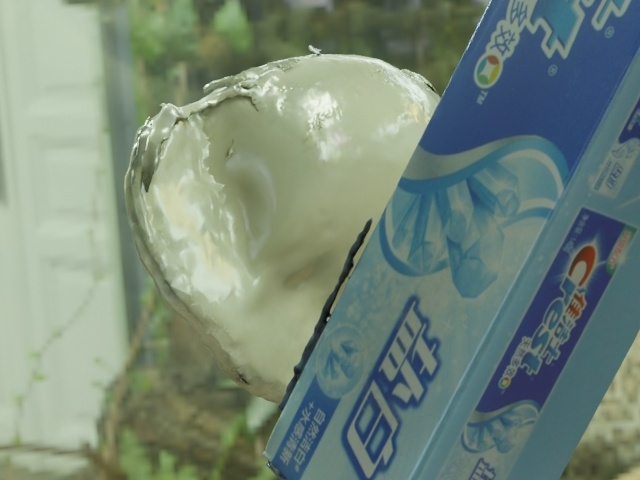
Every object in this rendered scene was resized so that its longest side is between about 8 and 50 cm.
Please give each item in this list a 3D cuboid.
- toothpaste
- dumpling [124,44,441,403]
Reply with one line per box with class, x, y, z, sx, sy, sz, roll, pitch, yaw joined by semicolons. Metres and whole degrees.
toothpaste;0.073;-0.039;0.502;0.053;0.272;0.066;19;13;-36
dumpling;0.000;0.000;0.926;0.247;0.172;0.142;-7;-12;-45
